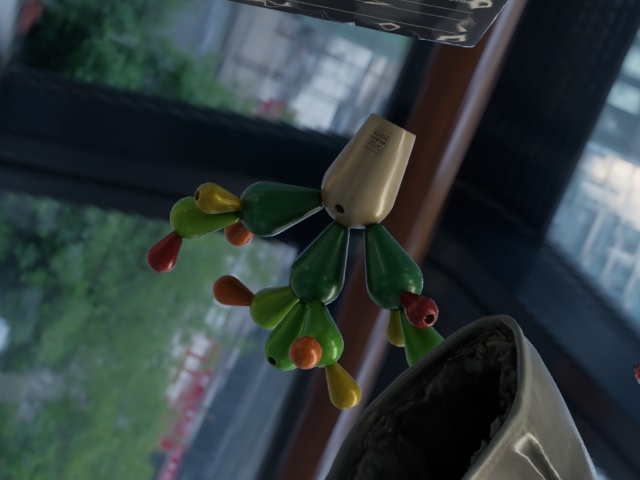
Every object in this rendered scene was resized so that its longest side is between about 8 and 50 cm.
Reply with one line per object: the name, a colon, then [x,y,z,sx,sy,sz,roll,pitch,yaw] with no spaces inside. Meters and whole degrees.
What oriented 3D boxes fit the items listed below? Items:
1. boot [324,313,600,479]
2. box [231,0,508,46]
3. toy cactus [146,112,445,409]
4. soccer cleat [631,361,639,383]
boot: [0.091,0.111,0.563,0.076,0.208,0.190,-20,-158,37]
box: [0.062,-0.331,0.938,0.312,0.179,0.343,125,-28,-66]
toy cactus: [0.000,0.000,1.162,0.180,0.219,0.112,-63,153,4]
soccer cleat: [0.291,0.087,1.445,0.083,0.035,0.029,-51,180,4]
